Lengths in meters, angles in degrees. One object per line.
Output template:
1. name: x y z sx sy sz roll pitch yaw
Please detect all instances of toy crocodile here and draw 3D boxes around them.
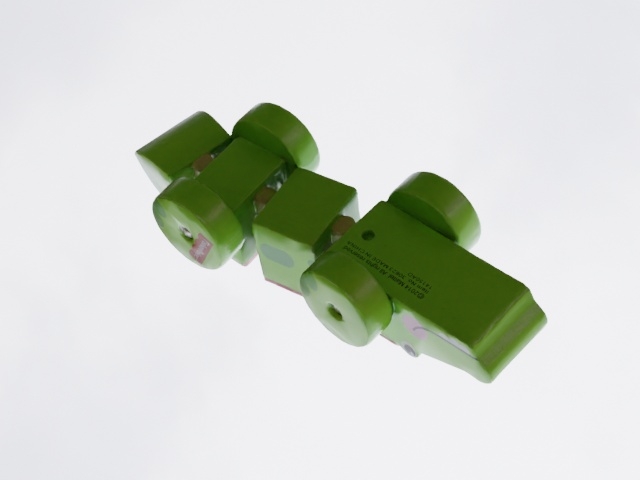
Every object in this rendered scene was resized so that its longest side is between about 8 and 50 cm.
1. toy crocodile: 0.000 0.000 1.031 0.340 0.105 0.115 27 -121 29
